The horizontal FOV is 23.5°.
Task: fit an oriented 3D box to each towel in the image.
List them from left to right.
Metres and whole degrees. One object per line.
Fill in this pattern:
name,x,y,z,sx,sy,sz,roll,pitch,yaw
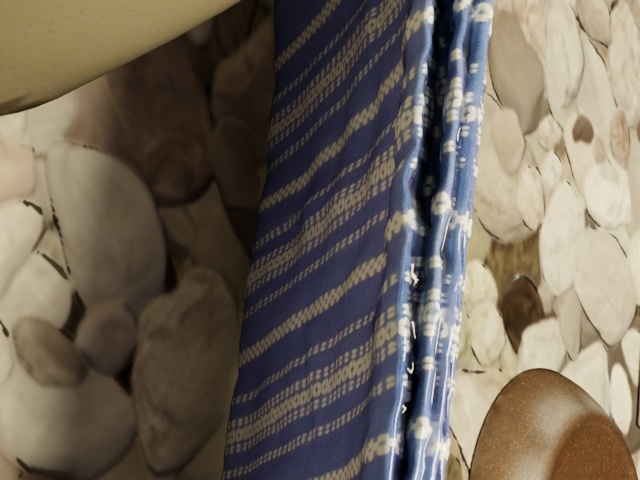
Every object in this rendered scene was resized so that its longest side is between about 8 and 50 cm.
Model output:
towel,0.000,0.000,0.594,0.040,0.243,0.336,13,71,-14

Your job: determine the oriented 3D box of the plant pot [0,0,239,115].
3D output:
plant pot,-0.042,-0.183,0.464,0.256,0.274,0.256,10,77,-48

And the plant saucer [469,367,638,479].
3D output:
plant saucer,0.150,0.175,0.920,0.198,0.036,0.199,11,76,-53

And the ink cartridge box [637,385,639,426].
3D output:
ink cartridge box,0.388,0.057,1.074,0.197,0.270,0.198,28,63,-49
